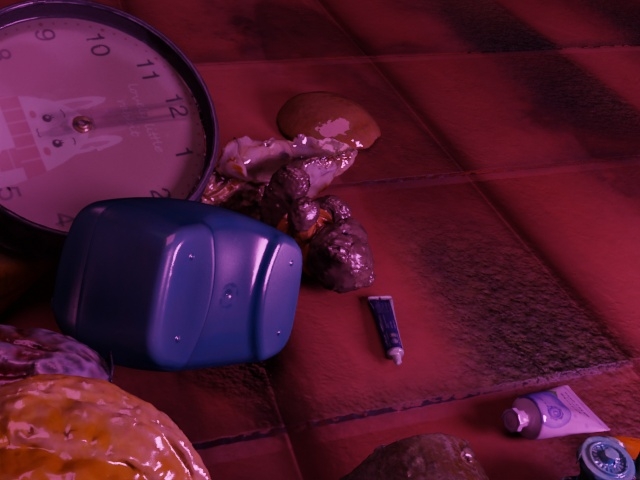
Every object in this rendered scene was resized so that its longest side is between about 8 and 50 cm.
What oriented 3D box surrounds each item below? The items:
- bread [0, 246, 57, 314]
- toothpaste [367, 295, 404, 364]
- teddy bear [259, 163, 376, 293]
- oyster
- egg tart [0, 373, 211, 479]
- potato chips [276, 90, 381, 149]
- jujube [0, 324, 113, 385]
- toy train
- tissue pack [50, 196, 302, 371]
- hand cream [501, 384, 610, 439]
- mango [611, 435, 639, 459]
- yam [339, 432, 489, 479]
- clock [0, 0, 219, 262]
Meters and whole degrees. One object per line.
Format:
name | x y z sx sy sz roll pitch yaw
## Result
bread | -0.509 0.009 1.015 0.233 0.245 0.362 20 42 18
toothpaste | 0.095 0.122 1.144 0.037 0.021 0.140 0 35 -9
teddy bear | 0.000 0.000 1.207 0.190 0.177 0.140 39 91 36
oyster | -0.081 -0.099 1.340 0.166 0.110 0.341 26 37 16
egg tart | -0.233 0.267 0.670 0.319 0.319 0.128 -3 3 -14
potato chips | 0.016 -0.241 1.586 0.195 0.062 0.208 -10 42 -20
jujube | -0.358 0.191 0.808 0.317 0.226 0.226 -7 39 -12
toy train | 0.325 0.304 0.876 0.154 0.107 0.198 24 39 9
tissue pack | -0.175 0.049 0.990 0.206 0.198 0.287 13 5 30
hand cream | 0.290 0.216 1.036 0.142 0.053 0.084 -3 36 -30
mango | 0.379 0.263 0.990 0.060 0.046 0.089 -24 34 -38
yam | 0.124 0.328 0.763 0.168 0.168 0.304 -6 37 -18
clock | -0.324 -0.156 1.118 0.386 0.076 0.386 10 64 -21
